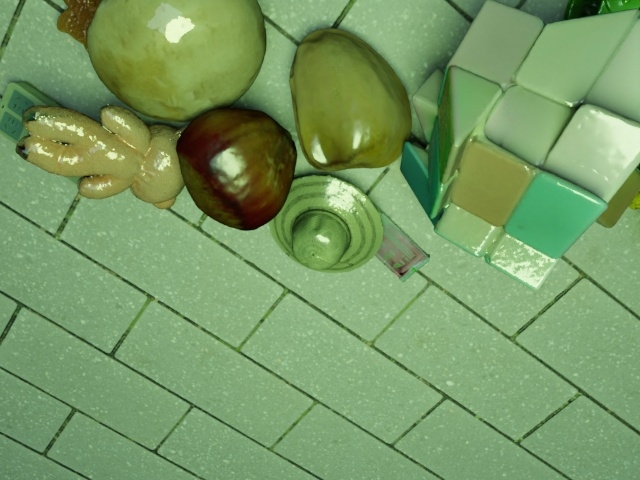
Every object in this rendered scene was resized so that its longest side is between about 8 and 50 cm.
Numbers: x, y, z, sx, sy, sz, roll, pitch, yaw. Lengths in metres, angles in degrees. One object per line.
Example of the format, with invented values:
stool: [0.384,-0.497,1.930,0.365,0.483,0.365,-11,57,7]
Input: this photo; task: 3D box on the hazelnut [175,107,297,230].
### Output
hazelnut: [-0.142,-0.135,0.814,0.217,0.251,0.217,-5,68,13]

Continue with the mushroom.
mushroom: [-0.247,-0.362,0.743,0.292,0.292,0.290,-29,78,14]

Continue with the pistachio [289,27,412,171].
pistachio: [0.054,-0.255,0.812,0.213,0.163,0.260,-14,98,-13]

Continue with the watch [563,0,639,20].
watch: [0.460,-0.372,0.760,0.131,0.165,0.152,5,88,2]

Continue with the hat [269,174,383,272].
hat: [0.000,0.000,0.904,0.252,0.110,0.252,7,126,10]

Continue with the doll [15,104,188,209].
doll: [-0.389,-0.177,0.843,0.303,0.156,0.201,15,123,-38]

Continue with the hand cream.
hand cream: [0.122,-0.020,0.963,0.275,0.050,0.079,41,134,-18]

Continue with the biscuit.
biscuit: [-0.394,-0.435,0.819,0.183,0.043,0.280,3,108,-2]

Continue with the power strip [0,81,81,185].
power strip: [-0.532,-0.205,0.918,0.270,0.046,0.118,36,109,-12]

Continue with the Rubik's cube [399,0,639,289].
Rubik's cube: [0.311,-0.148,0.695,0.358,0.387,0.368,32,101,21]

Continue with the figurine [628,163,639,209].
figurine: [0.626,-0.083,0.850,0.315,0.187,0.168,35,114,-2]
